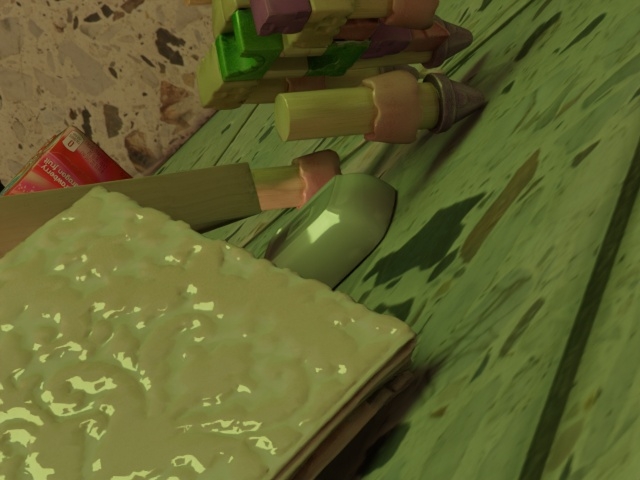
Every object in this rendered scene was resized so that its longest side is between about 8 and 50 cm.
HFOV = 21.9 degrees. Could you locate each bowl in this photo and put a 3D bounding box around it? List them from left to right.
[{"bbox_3d":[0.000,0.000,1.473,0.142,0.053,0.142,-42,12,21],"label":"bowl"}]

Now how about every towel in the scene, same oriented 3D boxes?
[{"bbox_3d":[-0.149,0.116,1.068,0.332,0.053,0.317,24,56,40],"label":"towel"}]

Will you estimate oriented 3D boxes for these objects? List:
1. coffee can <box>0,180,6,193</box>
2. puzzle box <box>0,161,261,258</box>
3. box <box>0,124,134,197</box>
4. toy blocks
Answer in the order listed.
[{"bbox_3d":[-0.365,0.083,2.032,0.201,0.275,0.201,-46,10,10],"label":"coffee can"},{"bbox_3d":[-0.280,0.010,1.401,0.272,0.052,0.409,-17,-4,39],"label":"puzzle box"},{"bbox_3d":[-0.218,0.017,1.724,0.128,0.257,0.123,-52,12,-20],"label":"box"},{"bbox_3d":[0.034,-0.206,1.572,0.260,0.309,0.288,-7,-13,-19],"label":"toy blocks"}]
